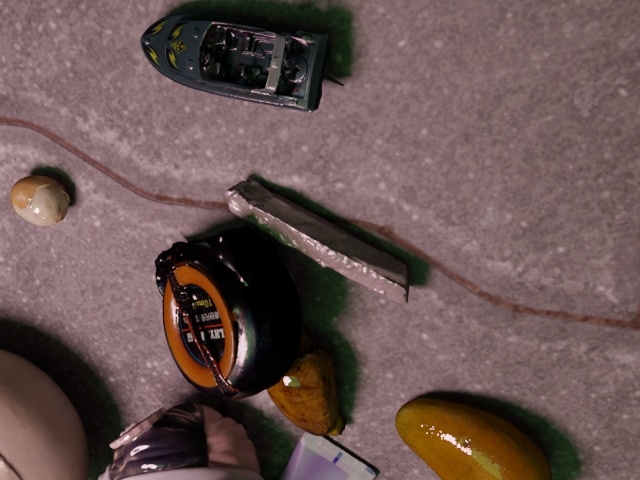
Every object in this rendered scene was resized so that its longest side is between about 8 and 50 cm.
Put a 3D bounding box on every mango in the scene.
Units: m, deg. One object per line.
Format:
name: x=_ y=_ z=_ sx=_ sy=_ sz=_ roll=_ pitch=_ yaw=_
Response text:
mango: x=0.205 y=0.286 z=1.124 sx=0.228 sy=0.099 sz=0.136 roll=29 pitch=132 yaw=14

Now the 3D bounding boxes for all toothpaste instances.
toothpaste: x=-0.053 y=0.455 z=1.339 sx=0.125 sy=0.080 sz=0.371 roll=33 pitch=120 yaw=1

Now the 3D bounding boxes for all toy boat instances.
toy boat: x=-0.101 y=-0.210 z=0.953 sx=0.246 sy=0.103 sz=0.092 roll=15 pitch=99 yaw=19

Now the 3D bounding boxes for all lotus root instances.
lotus root: x=-0.017 y=0.218 z=1.174 sx=0.108 sy=0.094 sz=0.190 roll=17 pitch=135 yaw=48

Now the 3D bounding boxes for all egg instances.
egg: x=-0.399 y=-0.058 z=1.175 sx=0.083 sy=0.071 sz=0.071 roll=14 pitch=123 yaw=17

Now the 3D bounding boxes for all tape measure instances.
tape measure: x=-0.118 y=0.094 z=1.086 sx=0.202 sy=0.135 sz=0.222 roll=-16 pitch=86 yaw=47

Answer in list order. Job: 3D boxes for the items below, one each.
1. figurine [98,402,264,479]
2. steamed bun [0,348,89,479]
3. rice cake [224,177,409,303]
figurine: x=-0.214 y=0.416 z=1.291 sx=0.211 sy=0.253 sz=0.361 roll=50 pitch=131 yaw=36
steamed bun: x=-0.536 y=0.325 z=1.347 sx=0.375 sy=0.241 sz=0.374 roll=13 pitch=127 yaw=17
rice cake: x=0.000 y=0.000 z=1.061 sx=0.270 sy=0.055 sz=0.049 roll=28 pitch=140 yaw=4
